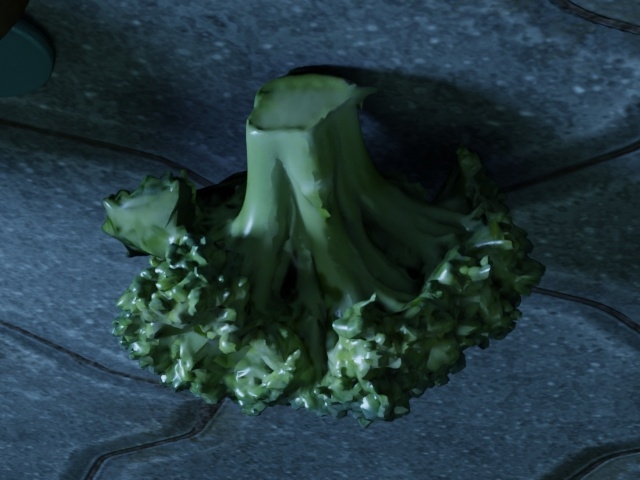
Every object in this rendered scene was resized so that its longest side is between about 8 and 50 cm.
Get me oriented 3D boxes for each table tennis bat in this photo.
[{"bbox_3d":[-0.330,-0.177,1.533,0.149,0.038,0.237,-13,152,39],"label":"table tennis bat"}]

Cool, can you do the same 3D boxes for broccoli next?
[{"bbox_3d":[-0.012,0.020,1.607,0.338,0.277,0.317,-21,124,30],"label":"broccoli"}]

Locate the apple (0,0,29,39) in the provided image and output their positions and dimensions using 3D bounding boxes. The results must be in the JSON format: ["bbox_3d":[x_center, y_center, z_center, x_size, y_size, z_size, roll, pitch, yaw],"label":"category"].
[{"bbox_3d":[-0.284,-0.221,1.270,0.188,0.173,0.188,3,156,1],"label":"apple"}]
